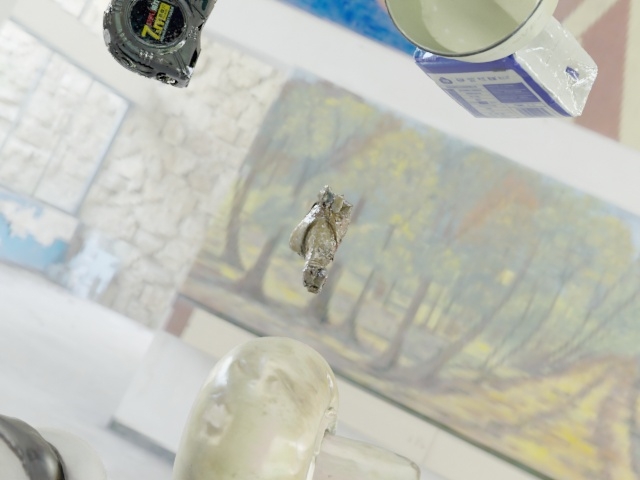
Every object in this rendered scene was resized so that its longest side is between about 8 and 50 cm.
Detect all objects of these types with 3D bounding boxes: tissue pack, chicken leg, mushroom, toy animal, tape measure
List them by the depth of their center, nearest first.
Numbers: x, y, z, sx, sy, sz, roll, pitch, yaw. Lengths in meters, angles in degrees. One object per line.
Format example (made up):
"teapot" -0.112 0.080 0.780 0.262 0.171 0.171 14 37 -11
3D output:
"toy animal" -0.341 0.285 1.271 0.187 0.165 0.235 4 -17 15
"mushroom" -0.072 0.339 1.705 0.353 0.325 0.353 44 10 -10
"chicken leg" -0.003 0.003 1.830 0.080 0.196 0.125 28 -31 -10
"tissue pack" 0.324 -0.313 1.989 0.209 0.137 0.269 37 -16 -29
"tape measure" -0.293 -0.382 2.005 0.186 0.199 0.112 20 -16 -18

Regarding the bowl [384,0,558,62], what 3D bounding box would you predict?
"bowl" 0.210 -0.332 1.471 0.237 0.238 0.126 24 0 31
